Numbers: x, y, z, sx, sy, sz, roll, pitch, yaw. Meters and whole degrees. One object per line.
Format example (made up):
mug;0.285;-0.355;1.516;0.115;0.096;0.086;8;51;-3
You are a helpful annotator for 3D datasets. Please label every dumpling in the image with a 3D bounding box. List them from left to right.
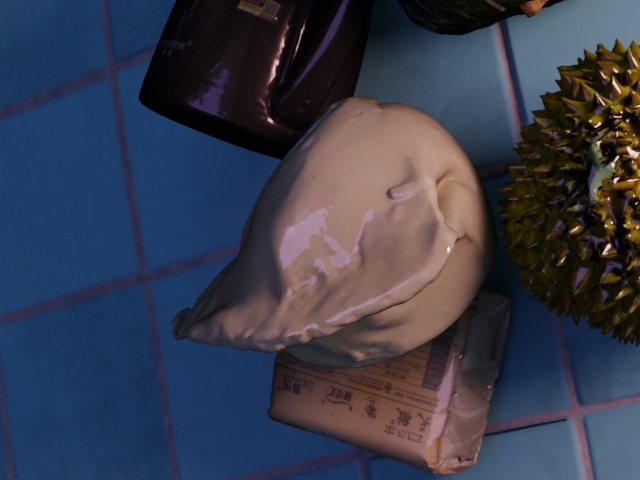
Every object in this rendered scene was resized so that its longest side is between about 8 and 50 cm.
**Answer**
dumpling;0.000;0.000;1.637;0.316;0.395;0.233;-23;106;7

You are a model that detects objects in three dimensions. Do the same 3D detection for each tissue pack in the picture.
tissue pack;0.067;0.119;1.764;0.222;0.090;0.186;12;91;34

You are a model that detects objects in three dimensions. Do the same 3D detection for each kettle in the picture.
kettle;-0.024;-0.232;1.779;0.268;0.207;0.290;17;85;59

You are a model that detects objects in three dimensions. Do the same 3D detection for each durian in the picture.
durian;0.280;-0.045;1.541;0.291;0.225;0.291;-6;78;31

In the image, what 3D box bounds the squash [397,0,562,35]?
squash;0.174;-0.284;1.620;0.252;0.252;0.165;-26;83;31
